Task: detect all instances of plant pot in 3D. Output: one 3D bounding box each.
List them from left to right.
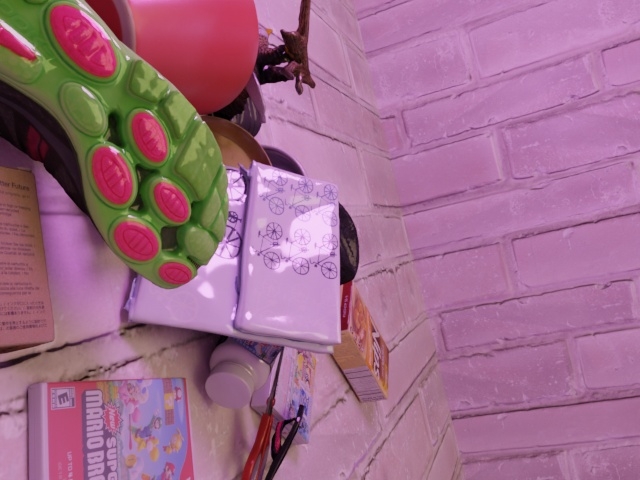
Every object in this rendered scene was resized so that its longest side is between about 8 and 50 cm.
[{"bbox_3d":[-0.263,-0.301,0.844,0.243,0.275,0.275,-38,113,-58],"label":"plant pot"},{"bbox_3d":[-0.190,-0.103,1.046,0.236,0.032,0.236,7,76,-30],"label":"plant pot"}]

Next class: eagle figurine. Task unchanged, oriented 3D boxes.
[{"bbox_3d":[-0.158,-0.336,1.048,0.225,0.298,0.226,-33,134,-73],"label":"eagle figurine"}]

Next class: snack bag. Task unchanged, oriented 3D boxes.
[{"bbox_3d":[-0.123,0.005,0.965,0.342,0.037,0.323,13,60,-21],"label":"snack bag"}]

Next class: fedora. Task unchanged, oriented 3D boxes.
[{"bbox_3d":[0.000,0.000,1.423,0.334,0.152,0.334,-12,90,-68],"label":"fedora"}]

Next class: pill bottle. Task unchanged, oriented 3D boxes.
[{"bbox_3d":[-0.132,0.200,1.045,0.193,0.108,0.108,-67,139,-59],"label":"pill bottle"}]

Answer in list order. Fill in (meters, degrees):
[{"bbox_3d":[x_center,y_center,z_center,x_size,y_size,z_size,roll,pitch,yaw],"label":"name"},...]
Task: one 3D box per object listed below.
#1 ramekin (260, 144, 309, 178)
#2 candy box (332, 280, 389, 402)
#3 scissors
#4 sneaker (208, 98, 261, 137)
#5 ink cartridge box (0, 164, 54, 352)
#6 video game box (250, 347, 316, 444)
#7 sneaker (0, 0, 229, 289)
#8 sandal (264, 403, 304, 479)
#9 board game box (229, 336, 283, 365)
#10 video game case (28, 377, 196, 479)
[{"bbox_3d":[-0.109,-0.077,1.164,0.109,0.207,0.207,19,59,-78],"label":"ramekin"},{"bbox_3d":[0.103,0.288,1.655,0.183,0.087,0.316,-80,150,-48],"label":"candy box"},{"bbox_3d":[-0.093,0.308,1.061,0.109,0.021,0.297,72,30,-66],"label":"scissors"},{"bbox_3d":[-0.207,-0.344,1.219,0.130,0.109,0.286,-31,104,-63],"label":"sneaker"},{"bbox_3d":[-0.374,0.016,0.541,0.235,0.088,0.193,12,64,-68],"label":"ink cartridge box"},{"bbox_3d":[-0.071,0.294,1.239,0.187,0.048,0.205,55,29,-40],"label":"video game box"},{"bbox_3d":[-0.280,-0.150,0.696,0.185,0.202,0.483,-42,115,-21],"label":"sneaker"},{"bbox_3d":[-0.078,0.380,1.106,0.067,0.040,0.179,101,16,-53],"label":"sandal"},{"bbox_3d":[-0.143,0.092,1.017,0.194,0.060,0.194,29,29,-11],"label":"board game box"},{"bbox_3d":[-0.257,0.286,0.772,0.285,0.025,0.204,27,52,-65],"label":"video game case"}]
